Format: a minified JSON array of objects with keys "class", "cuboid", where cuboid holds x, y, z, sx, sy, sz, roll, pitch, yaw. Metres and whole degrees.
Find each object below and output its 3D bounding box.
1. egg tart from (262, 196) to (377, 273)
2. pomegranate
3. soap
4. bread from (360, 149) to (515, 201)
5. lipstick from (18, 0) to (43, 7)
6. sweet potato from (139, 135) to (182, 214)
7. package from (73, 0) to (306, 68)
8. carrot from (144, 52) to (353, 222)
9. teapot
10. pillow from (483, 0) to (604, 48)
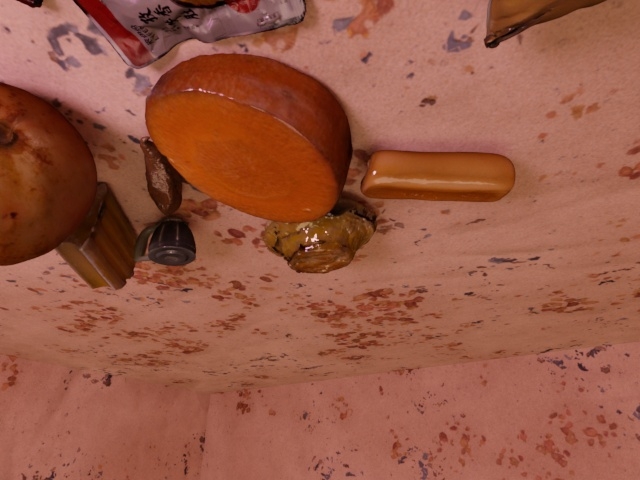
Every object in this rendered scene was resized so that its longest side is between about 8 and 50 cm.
[{"class":"egg tart","cuboid":[0.000,0.000,0.850,0.240,0.106,0.241,-4,151,-2]},{"class":"pomegranate","cuboid":[-0.454,-0.081,0.579,0.252,0.229,0.270,19,152,-29]},{"class":"soap","cuboid":[-0.428,0.007,0.825,0.073,0.140,0.232,6,151,-4]},{"class":"bread","cuboid":[0.184,-0.106,0.681,0.239,0.074,0.092,2,167,0]},{"class":"lipstick","cuboid":[-0.378,-0.285,0.418,0.176,0.027,0.027,17,147,-30]},{"class":"sweet potato","cuboid":[-0.265,-0.101,0.709,0.059,0.068,0.206,-19,149,-16]},{"class":"package","cuboid":[-0.146,-0.268,0.438,0.239,0.030,0.154,-9,152,15]},{"class":"carrot","cuboid":[-0.099,-0.141,0.620,0.307,0.100,0.258,27,144,-27]},{"class":"teapot","cuboid":[-0.317,-0.003,0.858,0.124,0.091,0.092,2,151,-14]},{"class":"pillow","cuboid":[0.252,-0.304,0.271,0.312,0.119,0.310,-9,142,23]}]
